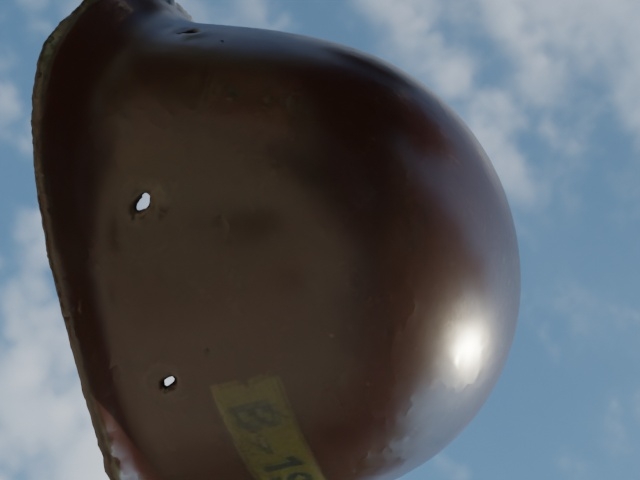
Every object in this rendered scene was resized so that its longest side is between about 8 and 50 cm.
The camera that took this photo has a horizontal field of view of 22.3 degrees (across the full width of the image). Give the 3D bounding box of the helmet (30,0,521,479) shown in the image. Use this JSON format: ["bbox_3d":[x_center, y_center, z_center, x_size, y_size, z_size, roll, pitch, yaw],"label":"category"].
[{"bbox_3d":[0.000,0.000,0.462,0.106,0.155,0.175,-8,-51,21],"label":"helmet"}]
